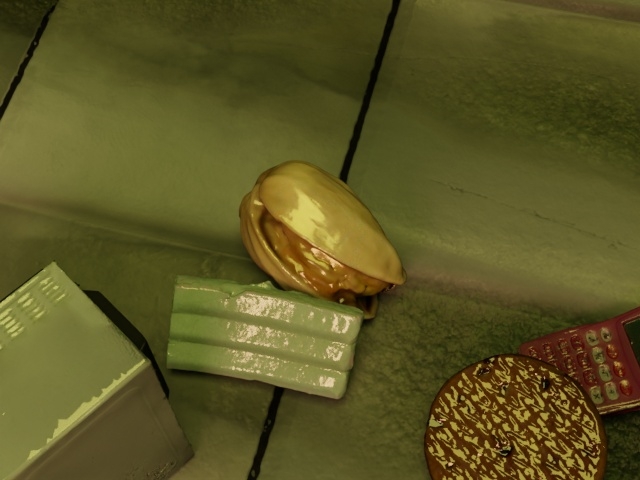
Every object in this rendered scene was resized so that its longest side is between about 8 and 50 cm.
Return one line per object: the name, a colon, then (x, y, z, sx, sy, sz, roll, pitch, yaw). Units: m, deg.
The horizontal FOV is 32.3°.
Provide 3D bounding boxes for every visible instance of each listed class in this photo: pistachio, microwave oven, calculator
pistachio: (0.000, 0.000, 1.373, 0.229, 0.157, 0.157, 41, 71, 8)
microwave oven: (-0.288, 0.193, 1.189, 0.237, 0.295, 0.181, -41, 66, -17)
calculator: (0.338, 0.150, 1.309, 0.190, 0.034, 0.127, -18, 51, 9)

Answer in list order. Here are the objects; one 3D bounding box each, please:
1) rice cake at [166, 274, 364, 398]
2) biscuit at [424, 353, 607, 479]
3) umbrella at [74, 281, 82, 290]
rice cake: (-0.071, 0.114, 1.330, 0.237, 0.043, 0.127, 11, 107, 8)
biscuit: (0.222, 0.232, 1.262, 0.212, 0.036, 0.212, -5, 71, 16)
umbrella: (-0.340, 0.110, 1.387, 0.036, 0.031, 0.133, 31, 68, 20)
